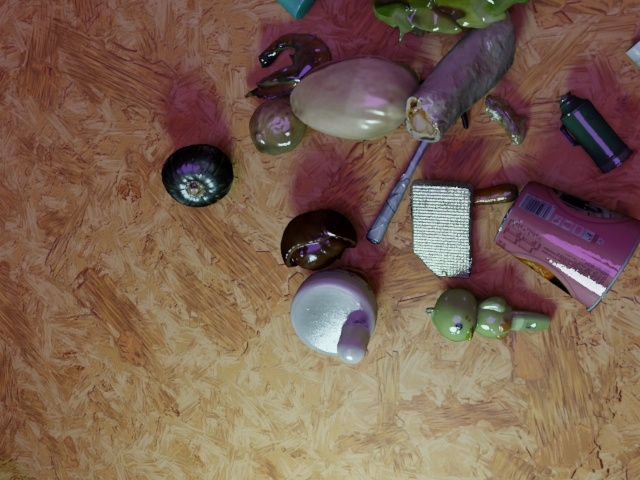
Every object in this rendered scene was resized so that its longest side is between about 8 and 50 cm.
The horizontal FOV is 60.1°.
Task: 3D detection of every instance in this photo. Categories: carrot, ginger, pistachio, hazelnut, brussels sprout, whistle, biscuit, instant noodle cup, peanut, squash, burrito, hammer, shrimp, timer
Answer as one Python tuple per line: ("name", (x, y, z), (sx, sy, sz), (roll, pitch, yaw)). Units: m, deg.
("carrot", (0.378, -0.102, 1.333), (0.190, 0.047, 0.047), (-9, 103, 26))
("ginger", (0.424, -0.279, 1.264), (0.057, 0.044, 0.137), (-43, 94, -3))
("pistachio", (0.077, -0.332, 1.291), (0.317, 0.194, 0.214), (6, 140, 24))
("hazelnut", (-0.005, -0.001, 1.440), (0.201, 0.170, 0.161), (-2, 99, 34))
("brussels sprout", (0.271, -0.567, 1.100), (0.371, 0.275, 0.315), (-6, 102, 49))
("whistle", (0.406, 0.201, 1.363), (0.293, 0.141, 0.141), (13, 110, 17))
("biscuit", (0.301, -0.026, 1.364), (0.150, 0.052, 0.253), (5, 118, 24))
("instant noodle cup", (0.535, -0.007, 1.218), (0.254, 0.244, 0.244), (31, 115, 19))
("peanut", (-0.106, -0.296, 1.430), (0.159, 0.109, 0.141), (-14, 111, 13))
("squash", (-0.336, -0.180, 1.522), (0.193, 0.156, 0.193), (9, 151, 5))
("burrito", (0.306, -0.349, 1.193), (0.299, 0.143, 0.105), (-47, 53, -9))
("hammer", (0.213, -0.175, 1.379), (0.152, 0.044, 0.427), (32, 116, 9))
("shrimp", (-0.098, -0.445, 1.408), (0.254, 0.059, 0.146), (-7, 100, 23))
("timer", (0.034, 0.198, 1.444), (0.233, 0.240, 0.234), (5, 113, 12))

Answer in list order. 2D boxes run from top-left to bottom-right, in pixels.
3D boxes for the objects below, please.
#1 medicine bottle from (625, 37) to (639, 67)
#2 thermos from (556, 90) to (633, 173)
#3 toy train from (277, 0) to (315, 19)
("medicine bottle", (0.675, -0.373, 1.127), (0.089, 0.057, 0.057), (45, 116, 3))
("thermos", (0.584, -0.240, 1.201), (0.073, 0.083, 0.188), (-38, 88, 5))
("toy train", (-0.093, -0.651, 1.329), (0.248, 0.101, 0.159), (45, 129, 5))
